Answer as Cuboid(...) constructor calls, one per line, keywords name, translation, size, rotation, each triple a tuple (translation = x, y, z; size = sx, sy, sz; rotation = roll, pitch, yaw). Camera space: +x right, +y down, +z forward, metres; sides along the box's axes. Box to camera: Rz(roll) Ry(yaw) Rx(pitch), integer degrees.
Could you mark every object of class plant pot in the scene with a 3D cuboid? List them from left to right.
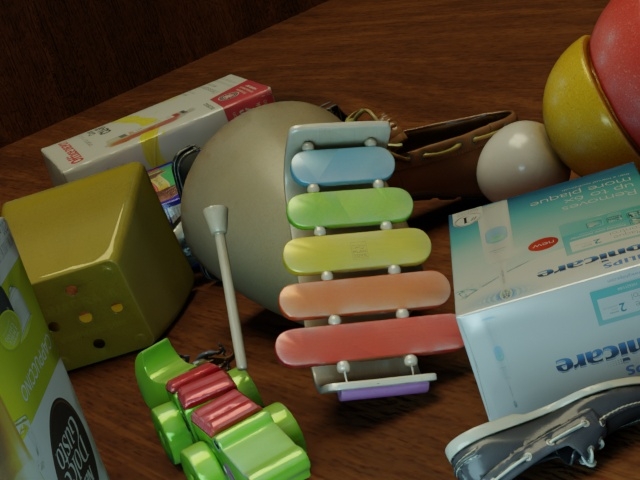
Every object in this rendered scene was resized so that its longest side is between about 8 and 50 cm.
Cuboid(name="plant pot", translation=(-0.306, 0.054, 1.963), size=(0.212, 0.212, 0.187), rotation=(-17, 31, 9))
Cuboid(name="plant pot", translation=(0.000, 0.000, 1.750), size=(0.256, 0.256, 0.274), rotation=(-25, 35, -16))

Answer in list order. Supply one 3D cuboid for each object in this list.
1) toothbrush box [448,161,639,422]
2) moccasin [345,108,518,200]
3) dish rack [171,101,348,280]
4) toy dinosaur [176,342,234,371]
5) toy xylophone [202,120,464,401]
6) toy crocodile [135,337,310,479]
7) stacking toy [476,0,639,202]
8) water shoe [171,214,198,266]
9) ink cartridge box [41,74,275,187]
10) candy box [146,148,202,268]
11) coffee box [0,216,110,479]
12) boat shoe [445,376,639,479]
Cuboid(name="toothbrush box", translation=(0.250, 0.046, 1.485), size=(0.216, 0.126, 0.295), rotation=(-16, 19, 10))
Cuboid(name="moccasin", translation=(0.087, -0.119, 1.970), size=(0.380, 0.147, 0.139), rotation=(-4, 20, -5))
Cuboid(name="dish rack", translation=(-0.060, -0.073, 2.062), size=(0.271, 0.208, 0.074), rotation=(-28, 31, -26))
Cuboid(name="toy dinosaur", translation=(-0.148, 0.160, 1.749), size=(0.082, 0.047, 0.090), rotation=(-26, -17, 10))
Cuboid(name="toy xylophone", translation=(0.009, 0.030, 1.547), size=(0.236, 0.322, 0.081), rotation=(-12, -21, -14))
Cuboid(name="toy crocodile", translation=(-0.104, 0.182, 1.487), size=(0.115, 0.105, 0.340), rotation=(-25, 18, -15))
Cuboid(name="stacking toy", translation=(0.405, -0.178, 1.837), size=(0.480, 0.350, 0.350), rotation=(-31, 10, 29))
Cuboid(name="water shoe", translation=(-0.162, -0.017, 2.101), size=(0.203, 0.080, 0.073), rotation=(-46, 13, 3))
Cuboid(name="ink cartridge box", translation=(-0.269, -0.141, 2.545), size=(0.385, 0.160, 0.279), rotation=(-24, 18, -12))
Cuboid(name="candy box", translation=(-0.185, -0.056, 2.265), size=(0.317, 0.122, 0.268), rotation=(-20, 17, -6))
Cuboid(name="coffee box", translation=(-0.419, 0.218, 1.334), size=(0.338, 0.334, 0.337), rotation=(-16, 17, 7))
Cuboid(name="boat shoe", translation=(0.215, 0.177, 1.273), size=(0.206, 0.075, 0.065), rotation=(-17, 60, -8))
